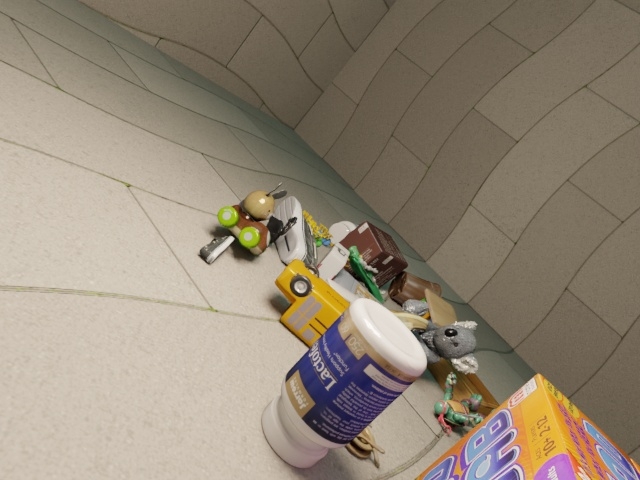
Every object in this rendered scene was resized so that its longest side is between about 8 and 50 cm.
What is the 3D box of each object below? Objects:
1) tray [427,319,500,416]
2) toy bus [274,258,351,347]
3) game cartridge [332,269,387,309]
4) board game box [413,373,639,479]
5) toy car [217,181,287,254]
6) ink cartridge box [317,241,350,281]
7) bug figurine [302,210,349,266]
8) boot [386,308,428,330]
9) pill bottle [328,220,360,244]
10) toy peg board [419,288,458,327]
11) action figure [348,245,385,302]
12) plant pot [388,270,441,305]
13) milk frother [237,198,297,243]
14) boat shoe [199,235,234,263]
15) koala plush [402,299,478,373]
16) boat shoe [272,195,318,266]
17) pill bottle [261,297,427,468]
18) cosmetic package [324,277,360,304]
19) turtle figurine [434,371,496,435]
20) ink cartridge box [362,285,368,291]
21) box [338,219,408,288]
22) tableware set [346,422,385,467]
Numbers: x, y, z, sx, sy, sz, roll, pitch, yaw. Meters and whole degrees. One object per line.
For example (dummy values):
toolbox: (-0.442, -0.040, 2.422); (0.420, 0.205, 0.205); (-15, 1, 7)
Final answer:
tray: (0.440, 0.425, 1.589); (0.203, 0.076, 0.411); (28, 21, -41)
toy bus: (0.023, 0.196, 1.085); (0.332, 0.130, 0.108); (41, 16, 0)
game cartridge: (0.147, 0.223, 1.458); (0.297, 0.062, 0.198); (43, 11, -1)
board game box: (0.310, 0.471, 0.592); (0.356, 0.356, 0.356); (45, 15, 13)
toy car: (-0.155, -0.072, 1.202); (0.149, 0.188, 0.155); (43, -6, 7)
ink cartridge box: (0.034, 0.076, 1.487); (0.063, 0.109, 0.150); (40, 15, -1)
bug figurine: (0.000, 0.000, 1.681); (0.216, 0.072, 0.279); (41, 9, -28)
boot: (0.198, 0.273, 1.225); (0.213, 0.077, 0.165); (14, 73, -29)
pill bottle: (0.119, -0.017, 1.930); (0.124, 0.124, 0.221); (48, 17, 22)
toy peg board: (0.433, 0.291, 1.701); (0.161, 0.079, 0.161); (33, 33, -26)
action figure: (0.158, 0.109, 1.630); (0.137, 0.063, 0.232); (33, -21, 56)
plant pot: (0.383, 0.216, 1.887); (0.165, 0.167, 0.167); (29, 18, -17)
milk frother: (-0.160, -0.061, 1.326); (0.135, 0.143, 0.129); (34, 24, -34)
boat shoe: (-0.246, 0.012, 1.094); (0.040, 0.049, 0.142); (40, 17, -5)
koala plush: (0.360, 0.303, 1.366); (0.203, 0.221, 0.196); (75, 19, -47)
boat shoe: (-0.082, -0.014, 1.487); (0.119, 0.121, 0.335); (41, 24, -33)
pill bottle: (0.032, 0.235, 0.743); (0.153, 0.265, 0.153); (38, 14, -11)
cosmetic package: (0.082, 0.207, 1.267); (0.239, 0.099, 0.060); (34, 19, -26)
turtle figurine: (0.391, 0.463, 1.274); (0.234, 0.118, 0.175); (24, 27, -34)
ink cartridge box: (0.140, 0.177, 1.621); (0.063, 0.029, 0.115); (39, 16, -13)
box: (0.202, 0.060, 1.798); (0.203, 0.168, 0.167); (25, 32, -45)
tableware set: (0.074, 0.356, 0.940); (0.128, 0.039, 0.194); (37, 16, -17)
